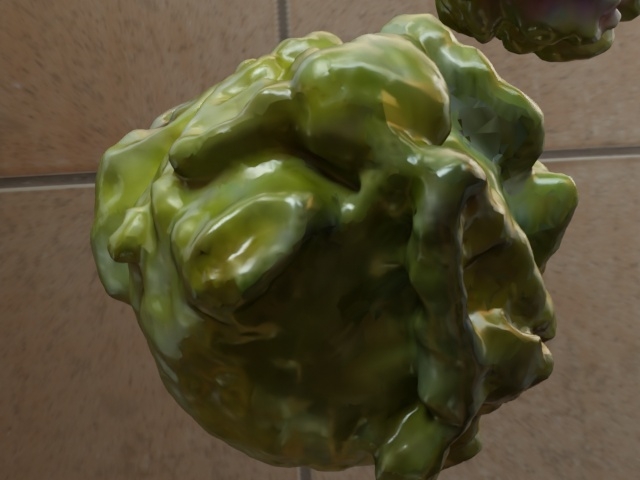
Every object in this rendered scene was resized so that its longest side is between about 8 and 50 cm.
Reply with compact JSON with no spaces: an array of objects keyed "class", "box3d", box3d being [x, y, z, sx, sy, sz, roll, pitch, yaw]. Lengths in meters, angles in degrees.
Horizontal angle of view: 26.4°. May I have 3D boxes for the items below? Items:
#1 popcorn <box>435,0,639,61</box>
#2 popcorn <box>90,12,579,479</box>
[{"class":"popcorn","box3d":[0.108,-0.156,0.630,0.126,0.126,0.145,-1,102,-24]},{"class":"popcorn","box3d":[0.017,0.002,0.859,0.312,0.312,0.312,0,93,-7]}]
